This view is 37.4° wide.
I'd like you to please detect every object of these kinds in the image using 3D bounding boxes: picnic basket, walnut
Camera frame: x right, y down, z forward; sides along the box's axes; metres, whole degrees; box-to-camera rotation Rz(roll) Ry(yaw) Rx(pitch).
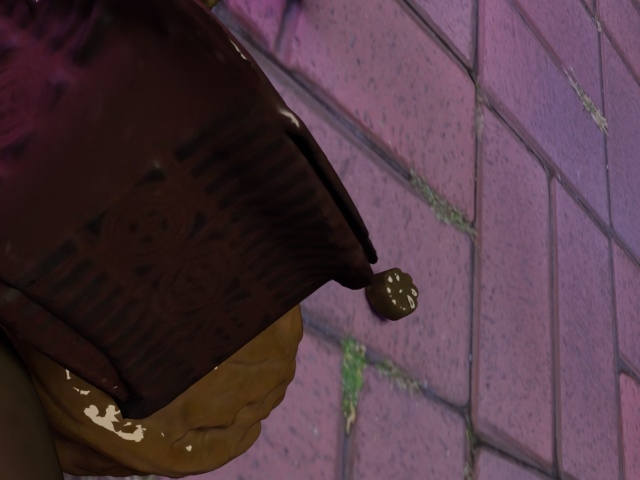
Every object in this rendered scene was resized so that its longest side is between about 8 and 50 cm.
[{"bbox_3d":[-0.128,-0.049,0.423,0.129,0.296,0.222,-47,146,-10],"label":"picnic basket"},{"bbox_3d":[-0.117,0.055,0.591,0.213,0.213,0.213,26,57,-48],"label":"walnut"}]

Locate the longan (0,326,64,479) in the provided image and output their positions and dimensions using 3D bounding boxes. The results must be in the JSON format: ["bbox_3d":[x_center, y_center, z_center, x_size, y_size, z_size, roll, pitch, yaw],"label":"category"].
[{"bbox_3d":[-0.218,0.133,0.342,0.297,0.297,0.297,26,57,-48],"label":"longan"}]

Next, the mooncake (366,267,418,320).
[{"bbox_3d":[-0.011,0.006,0.898,0.346,0.057,0.150,8,58,-60],"label":"mooncake"}]

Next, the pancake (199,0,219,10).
[{"bbox_3d":[-0.161,-0.224,0.585,0.067,0.305,0.426,49,31,15],"label":"pancake"}]
